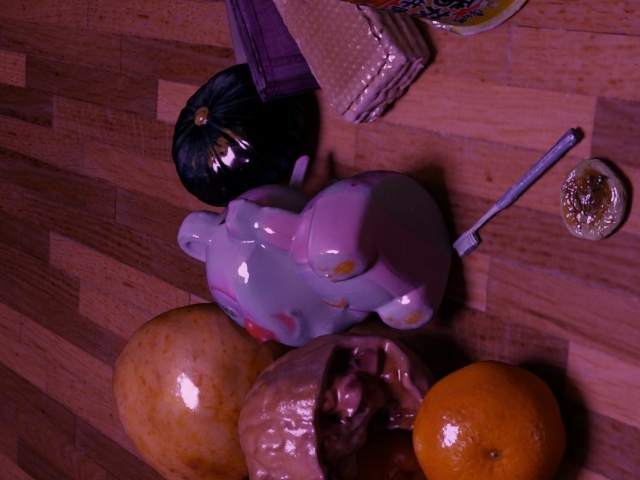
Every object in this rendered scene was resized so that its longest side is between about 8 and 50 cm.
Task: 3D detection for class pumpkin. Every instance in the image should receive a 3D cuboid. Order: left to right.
[{"bbox_3d":[-0.106,-0.136,1.591,0.194,0.150,0.194,-52,29,44],"label":"pumpkin"}]

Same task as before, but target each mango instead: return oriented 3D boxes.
[{"bbox_3d":[0.035,0.278,1.477,0.252,0.126,0.154,0,96,55],"label":"mango"}]

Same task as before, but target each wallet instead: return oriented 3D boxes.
[{"bbox_3d":[-0.044,-0.259,1.541,0.030,0.111,0.166,115,138,-69],"label":"wallet"}]

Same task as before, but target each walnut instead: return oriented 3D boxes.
[{"bbox_3d":[-0.001,0.183,1.363,0.204,0.238,0.141,22,148,55],"label":"walnut"}]

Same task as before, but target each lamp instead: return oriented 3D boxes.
[{"bbox_3d":[0.000,0.000,1.452,0.301,0.247,0.248,-17,49,46],"label":"lamp"}]

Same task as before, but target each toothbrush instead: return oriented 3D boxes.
[{"bbox_3d":[0.204,-0.047,1.305,0.219,0.016,0.019,-50,57,43],"label":"toothbrush"}]

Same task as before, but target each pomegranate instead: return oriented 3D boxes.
[{"bbox_3d":[-0.147,0.201,1.619,0.260,0.260,0.261,8,100,53],"label":"pomegranate"}]

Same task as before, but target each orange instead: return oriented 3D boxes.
[{"bbox_3d":[0.175,0.199,1.273,0.136,0.158,0.159,-72,-12,-77],"label":"orange"}]

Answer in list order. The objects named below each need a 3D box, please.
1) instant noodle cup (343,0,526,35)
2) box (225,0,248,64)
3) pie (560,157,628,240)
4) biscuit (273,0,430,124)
[{"bbox_3d":[0.090,-0.350,1.275,0.264,0.200,0.265,5,96,53],"label":"instant noodle cup"},{"bbox_3d":[-0.089,-0.358,1.635,0.103,0.055,0.244,-21,77,52],"label":"box"},{"bbox_3d":[0.269,-0.039,1.219,0.085,0.017,0.085,7,99,53],"label":"pie"},{"bbox_3d":[-0.017,-0.343,1.483,0.144,0.078,0.426,-48,63,45],"label":"biscuit"}]
